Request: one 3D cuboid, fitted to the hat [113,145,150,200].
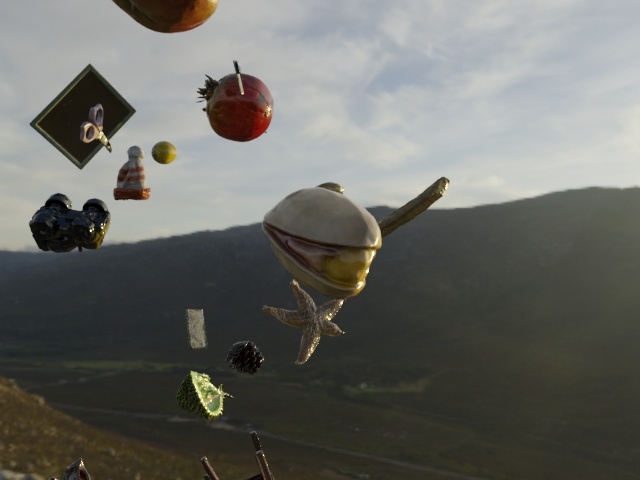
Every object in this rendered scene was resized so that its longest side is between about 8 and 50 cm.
[{"bbox_3d":[-0.551,-0.198,1.876,0.112,0.163,0.093,3,8,17],"label":"hat"}]

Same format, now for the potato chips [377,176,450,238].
[{"bbox_3d":[0.285,-0.091,2.231,0.407,0.057,0.080,-34,32,9],"label":"potato chips"}]

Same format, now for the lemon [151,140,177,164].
[{"bbox_3d":[-0.412,-0.230,1.678,0.062,0.062,0.083,1,10,21],"label":"lemon"}]

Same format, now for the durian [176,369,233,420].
[{"bbox_3d":[-0.282,0.387,1.568,0.086,0.100,0.215,17,-22,29],"label":"durian"}]

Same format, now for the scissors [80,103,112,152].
[{"bbox_3d":[-0.599,-0.285,1.741,0.021,0.110,0.212,20,-16,7],"label":"scissors"}]

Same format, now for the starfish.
[{"bbox_3d":[-0.045,0.223,1.806,0.231,0.295,0.048,32,-43,3],"label":"starfish"}]

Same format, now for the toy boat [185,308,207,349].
[{"bbox_3d":[-0.355,0.253,1.820,0.016,0.115,0.063,-22,-21,35],"label":"toy boat"}]

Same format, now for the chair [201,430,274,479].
[{"bbox_3d":[-0.211,0.770,1.884,0.183,0.327,0.175,-22,11,-10],"label":"chair"}]

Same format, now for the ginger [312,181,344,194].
[{"bbox_3d":[0.042,-0.116,2.011,0.131,0.086,0.294,-32,-22,14],"label":"ginger"}]

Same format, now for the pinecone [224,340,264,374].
[{"bbox_3d":[-0.169,0.263,1.429,0.083,0.077,0.077,46,-13,-8],"label":"pinecone"}]

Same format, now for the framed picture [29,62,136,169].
[{"bbox_3d":[-0.819,-0.428,2.219,0.019,0.296,0.232,22,-22,51],"label":"framed picture"}]

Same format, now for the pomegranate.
[{"bbox_3d":[-0.254,-0.405,1.922,0.235,0.210,0.210,28,-7,-4],"label":"pomegranate"}]

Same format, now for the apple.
[{"bbox_3d":[-0.396,-0.637,1.530,0.250,0.309,0.278,-27,-33,-15],"label":"apple"}]

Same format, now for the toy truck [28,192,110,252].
[{"bbox_3d":[-0.731,-0.031,1.881,0.224,0.165,0.147,5,37,1],"label":"toy truck"}]

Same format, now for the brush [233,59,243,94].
[{"bbox_3d":[-0.199,-0.402,1.571,0.013,0.084,0.016,-7,14,16],"label":"brush"}]

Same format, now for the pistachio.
[{"bbox_3d":[0.000,0.000,1.398,0.229,0.230,0.309,5,21,-35],"label":"pistachio"}]

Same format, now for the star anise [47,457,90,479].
[{"bbox_3d":[-0.653,0.700,1.700,0.098,0.220,0.214,-17,-10,8],"label":"star anise"}]
